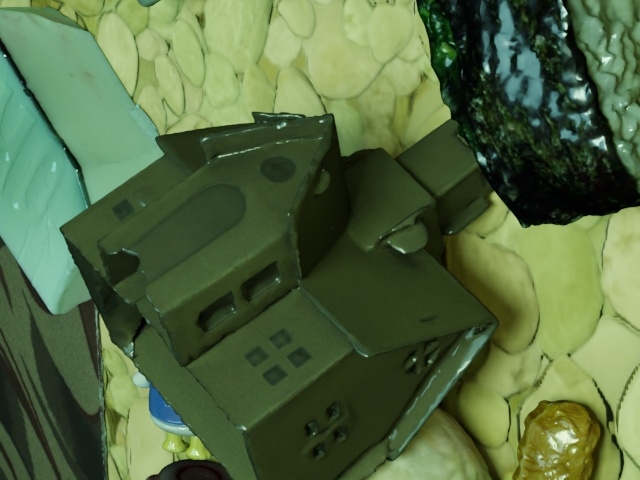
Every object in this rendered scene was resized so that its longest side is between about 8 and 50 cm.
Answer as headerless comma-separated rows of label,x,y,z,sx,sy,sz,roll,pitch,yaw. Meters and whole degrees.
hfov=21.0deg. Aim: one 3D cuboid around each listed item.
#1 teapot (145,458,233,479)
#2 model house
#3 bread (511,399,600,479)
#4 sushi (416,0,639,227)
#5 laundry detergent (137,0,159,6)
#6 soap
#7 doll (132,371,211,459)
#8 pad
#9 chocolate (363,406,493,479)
teapot,-0.091,0.202,1.329,0.100,0.068,0.045,15,117,11
model house,0.000,0.000,1.035,0.211,0.243,0.204,45,163,29
bread,0.138,0.170,1.073,0.052,0.044,0.157,33,121,47
sushi,0.128,-0.120,0.955,0.127,0.124,0.225,-9,98,46
laundry detergent,-0.153,-0.279,1.233,0.225,0.070,0.099,58,161,-10
soap,-0.217,-0.073,1.390,0.230,0.091,0.145,52,129,27
doll,-0.100,0.097,1.322,0.099,0.058,0.143,9,105,26
pad,-0.258,0.092,1.540,0.220,0.004,0.330,8,104,48
chocolate,0.000,0.109,1.158,0.309,0.134,0.134,44,128,31
